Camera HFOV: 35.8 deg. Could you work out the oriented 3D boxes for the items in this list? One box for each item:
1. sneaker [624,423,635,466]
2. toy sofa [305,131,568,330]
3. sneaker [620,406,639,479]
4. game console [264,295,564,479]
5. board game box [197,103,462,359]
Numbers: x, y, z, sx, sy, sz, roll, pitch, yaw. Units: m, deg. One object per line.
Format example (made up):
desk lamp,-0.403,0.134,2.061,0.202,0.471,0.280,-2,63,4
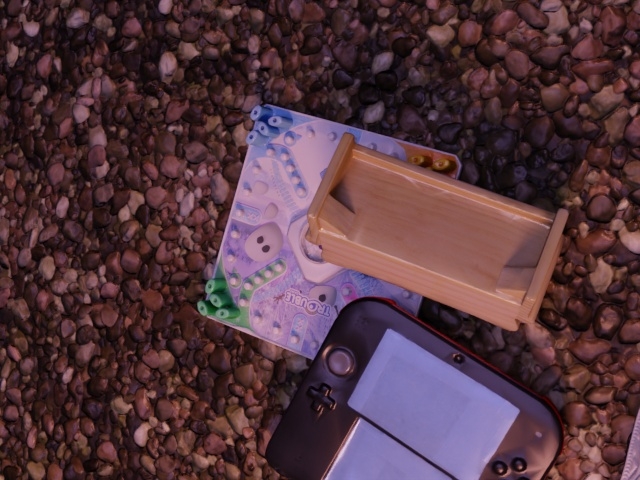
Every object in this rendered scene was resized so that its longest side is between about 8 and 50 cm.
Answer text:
sneaker,0.463,0.331,1.367,0.086,0.085,0.237,13,89,2
toy sofa,0.169,-0.010,1.469,0.362,0.177,0.150,20,73,12
sneaker,0.505,0.354,1.264,0.236,0.130,0.323,17,80,-1
game console,0.138,0.305,1.509,0.386,0.060,0.342,32,101,16
board game box,0.000,0.000,1.641,0.390,0.050,0.390,19,95,27
